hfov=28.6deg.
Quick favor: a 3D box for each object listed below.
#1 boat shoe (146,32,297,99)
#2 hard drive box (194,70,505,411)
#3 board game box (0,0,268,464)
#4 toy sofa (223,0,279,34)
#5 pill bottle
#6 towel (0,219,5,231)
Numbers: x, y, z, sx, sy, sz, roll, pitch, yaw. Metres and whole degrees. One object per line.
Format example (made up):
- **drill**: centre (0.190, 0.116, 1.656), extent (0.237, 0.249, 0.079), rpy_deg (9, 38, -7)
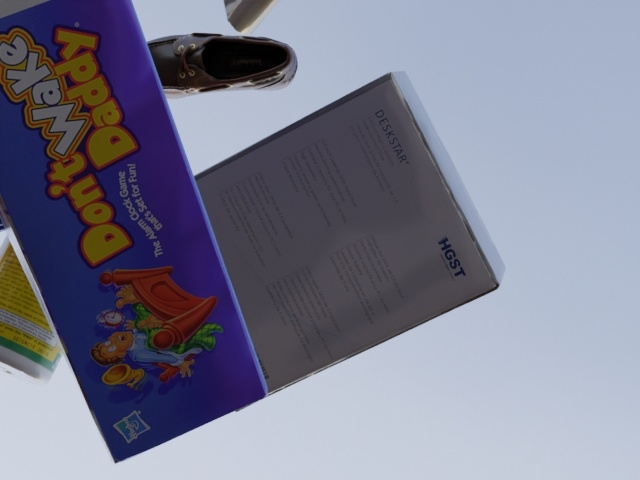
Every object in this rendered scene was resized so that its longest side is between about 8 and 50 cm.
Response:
- **boat shoe**: centre (-0.130, -0.202, 1.420), extent (0.207, 0.073, 0.073), rpy_deg (-5, -93, 1)
- **hard drive box**: centre (0.000, 0.000, 0.979), extent (0.232, 0.089, 0.181), rpy_deg (-26, -88, 14)
- **board game box**: centre (-0.149, -0.071, 0.660), extent (0.078, 0.347, 0.233), rpy_deg (-23, -64, -13)
- **toy sofa**: centre (-0.159, -0.261, 0.898), extent (0.363, 0.177, 0.150), rpy_deg (13, -41, -37)
- **pill bottle**: centre (-0.317, 0.048, 1.424), extent (0.118, 0.208, 0.117), rpy_deg (22, -16, 7)
- **towel**: centre (-0.329, -0.077, 1.037), extent (0.308, 0.228, 0.076), rpy_deg (21, -64, 37)
